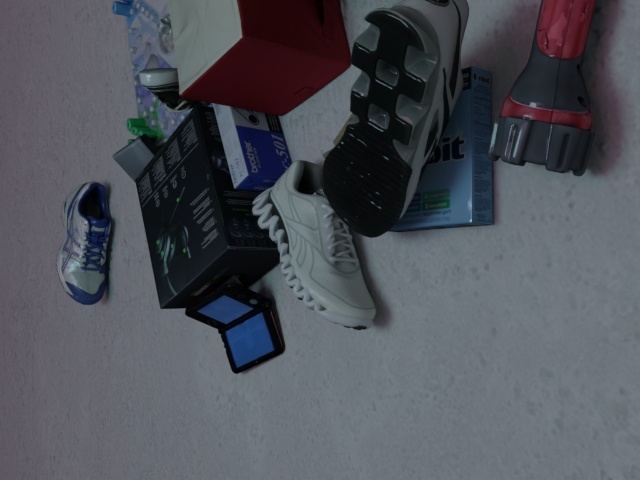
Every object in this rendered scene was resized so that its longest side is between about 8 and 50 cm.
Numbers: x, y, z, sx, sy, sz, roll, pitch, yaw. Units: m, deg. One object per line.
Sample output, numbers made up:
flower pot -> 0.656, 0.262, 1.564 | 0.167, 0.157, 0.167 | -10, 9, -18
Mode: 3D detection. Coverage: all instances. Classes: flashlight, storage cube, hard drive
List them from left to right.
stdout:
hard drive -> -0.374, -0.165, 1.492 | 0.135, 0.022, 0.094 | -16, 119, 49
storage cube -> -0.098, -0.318, 1.070 | 0.215, 0.193, 0.184 | -24, 70, 47
flashlight -> 0.247, -0.222, 0.711 | 0.103, 0.103, 0.304 | 22, 106, 50

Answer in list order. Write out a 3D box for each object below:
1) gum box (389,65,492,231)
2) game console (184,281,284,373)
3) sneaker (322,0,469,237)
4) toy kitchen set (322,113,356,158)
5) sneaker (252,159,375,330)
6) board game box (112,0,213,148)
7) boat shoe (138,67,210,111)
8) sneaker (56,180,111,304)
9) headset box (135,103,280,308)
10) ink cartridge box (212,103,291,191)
gum box -> 0.140, -0.107, 0.884 | 0.157, 0.041, 0.184 | -3, 84, 51
game console -> -0.146, 0.148, 1.175 | 0.144, 0.124, 0.085 | -31, 42, 39
sneaker -> 0.100, -0.137, 0.829 | 0.122, 0.146, 0.330 | 39, 143, 17
toy kitchen set -> 0.050, -0.134, 0.974 | 0.075, 0.068, 0.083 | -54, 50, 34
sneaker -> 0.000, 0.000, 1.009 | 0.118, 0.110, 0.292 | -51, 51, 25
board game box -> -0.303, -0.412, 1.412 | 0.390, 0.050, 0.390 | -17, 79, 47
boat shoe -> -0.226, -0.246, 1.160 | 0.077, 0.219, 0.070 | 3, 102, 14
sneaker -> -0.554, 0.001, 1.677 | 0.131, 0.111, 0.297 | -26, 68, 47
headset box -> -0.189, -0.040, 1.213 | 0.246, 0.131, 0.283 | -39, 59, 42
ink cartridge box -> -0.113, -0.178, 1.155 | 0.046, 0.097, 0.207 | -38, 59, 42
